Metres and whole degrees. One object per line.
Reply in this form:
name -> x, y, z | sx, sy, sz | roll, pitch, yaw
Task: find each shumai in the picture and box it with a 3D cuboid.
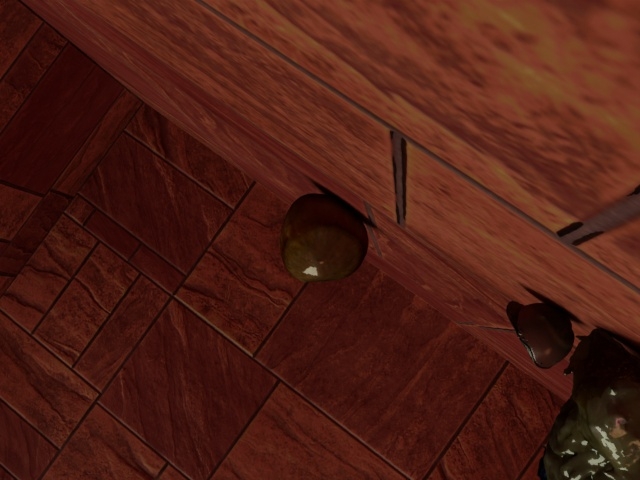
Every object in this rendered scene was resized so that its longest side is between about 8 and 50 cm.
shumai -> 0.298, 0.188, 0.636 | 0.175, 0.166, 0.206 | 46, 151, -21

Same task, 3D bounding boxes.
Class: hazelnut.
hazelnut -> 0.000, 0.000, 1.220 | 0.182, 0.182, 0.182 | 36, 179, 1

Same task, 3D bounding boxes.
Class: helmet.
helmet -> 0.248, 0.094, 0.701 | 0.065, 0.049, 0.084 | -15, -109, -48

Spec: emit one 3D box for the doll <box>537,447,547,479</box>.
doll -> 0.448, 0.352, 0.840 | 0.310, 0.240, 0.284 | 25, 153, -1
